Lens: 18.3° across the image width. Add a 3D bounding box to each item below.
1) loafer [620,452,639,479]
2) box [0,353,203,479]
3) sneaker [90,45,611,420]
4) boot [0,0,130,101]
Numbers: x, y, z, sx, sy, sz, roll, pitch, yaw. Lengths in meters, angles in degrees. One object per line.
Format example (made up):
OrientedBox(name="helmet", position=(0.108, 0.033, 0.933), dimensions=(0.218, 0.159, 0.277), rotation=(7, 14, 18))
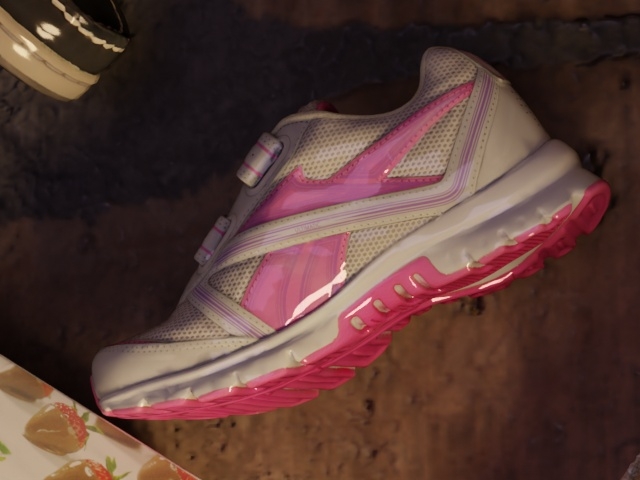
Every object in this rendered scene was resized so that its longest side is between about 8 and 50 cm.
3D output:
OrientedBox(name="loafer", position=(0.173, 0.129, 0.850), dimensions=(0.102, 0.092, 0.268), rotation=(31, 97, 15))
OrientedBox(name="box", position=(-0.206, 0.061, 0.932), dimensions=(0.324, 0.067, 0.063), rotation=(32, 66, 0))
OrientedBox(name="sneaker", position=(0.000, 0.000, 0.909), dimensions=(0.252, 0.103, 0.111), rotation=(-29, 76, 7))
OrientedBox(name="boot", position=(-0.113, -0.286, 0.929), dimensions=(0.284, 0.138, 0.377), rotation=(-30, 77, 11))
